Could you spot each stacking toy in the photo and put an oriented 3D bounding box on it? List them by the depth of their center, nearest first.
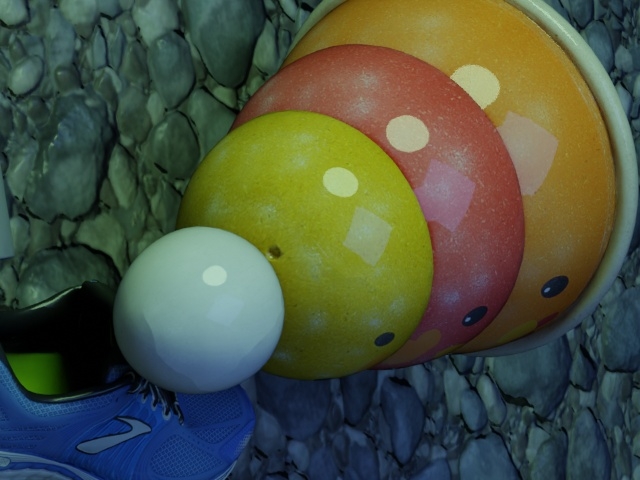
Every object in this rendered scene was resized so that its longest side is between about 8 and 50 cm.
[{"bbox_3d":[0.000,0.000,1.512,0.480,0.350,0.351,-31,107,-50],"label":"stacking toy"}]

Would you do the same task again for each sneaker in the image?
[{"bbox_3d":[-0.158,0.116,1.451,0.330,0.147,0.130,11,40,-49],"label":"sneaker"}]

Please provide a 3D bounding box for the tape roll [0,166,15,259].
[{"bbox_3d":[-0.311,-0.006,1.264,0.219,0.219,0.072,-9,91,-50],"label":"tape roll"}]
